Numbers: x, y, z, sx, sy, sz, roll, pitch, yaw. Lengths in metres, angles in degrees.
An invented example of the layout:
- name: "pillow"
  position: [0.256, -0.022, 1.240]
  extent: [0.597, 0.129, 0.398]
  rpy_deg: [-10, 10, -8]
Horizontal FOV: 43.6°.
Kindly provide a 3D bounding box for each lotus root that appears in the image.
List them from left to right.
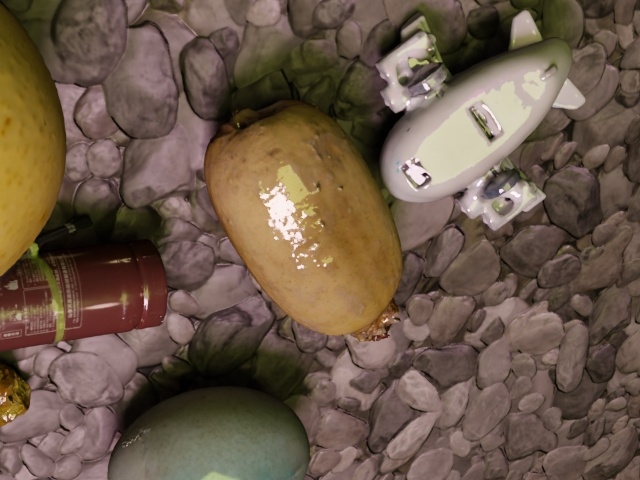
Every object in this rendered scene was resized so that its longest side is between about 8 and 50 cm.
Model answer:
- name: "lotus root"
  position: [0.000, 0.000, 0.885]
  extent: [0.169, 0.151, 0.343]
  rpy_deg: [-33, 118, -5]

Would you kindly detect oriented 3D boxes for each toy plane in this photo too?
- name: "toy plane"
  position: [0.177, -0.142, 0.912]
  extent: [0.266, 0.122, 0.267]
  rpy_deg: [-1, 98, -10]

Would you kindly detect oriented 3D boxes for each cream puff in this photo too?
- name: "cream puff"
  position: [-0.357, 0.164, 0.873]
  extent: [0.083, 0.083, 0.058]
  rpy_deg: [36, 52, -20]

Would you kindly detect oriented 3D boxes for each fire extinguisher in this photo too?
- name: "fire extinguisher"
  position: [-0.328, 0.049, 0.779]
  extent: [0.341, 0.142, 0.105]
  rpy_deg: [-6, 157, -31]

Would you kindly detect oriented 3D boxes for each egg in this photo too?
- name: "egg"
  position: [-0.128, 0.258, 0.938]
  extent: [0.236, 0.169, 0.169]
  rpy_deg: [-9, 116, -21]

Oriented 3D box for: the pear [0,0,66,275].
- name: "pear"
  position: [-0.373, -0.086, 0.589]
  extent: [0.348, 0.348, 0.349]
  rpy_deg: [-9, 116, -18]
